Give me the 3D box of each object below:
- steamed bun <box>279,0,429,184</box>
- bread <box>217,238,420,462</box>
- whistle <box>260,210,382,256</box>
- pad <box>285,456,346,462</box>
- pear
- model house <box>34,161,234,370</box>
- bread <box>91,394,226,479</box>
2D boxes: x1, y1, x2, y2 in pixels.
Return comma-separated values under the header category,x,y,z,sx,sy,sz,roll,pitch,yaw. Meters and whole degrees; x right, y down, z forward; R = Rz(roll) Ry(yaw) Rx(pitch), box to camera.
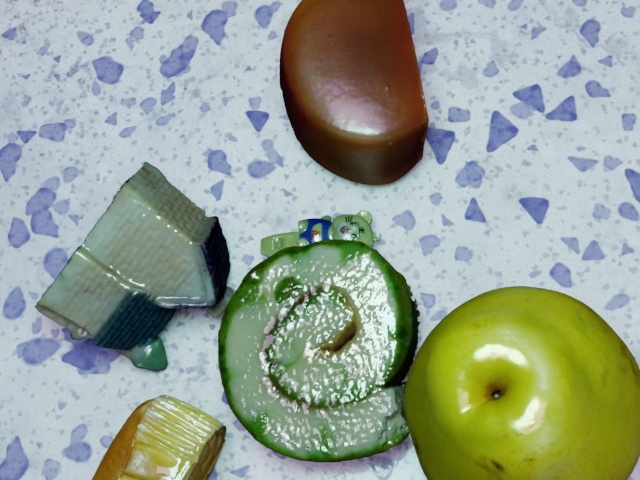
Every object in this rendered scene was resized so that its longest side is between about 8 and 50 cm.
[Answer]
category,x,y,z,sx,sy,sz,roll,pitch,yaw
steamed bun,0.048,-0.298,1.605,0.248,0.235,0.379,-9,70,-1
bread,0.014,0.192,1.454,0.366,0.129,0.382,-44,74,1
whistle,0.000,0.000,1.585,0.227,0.085,0.105,-4,67,7
pad,-0.001,0.294,1.520,0.113,0.006,0.188,2,70,10
pear,0.299,0.246,1.280,0.362,0.418,0.363,-7,73,25
model house,-0.309,0.067,1.548,0.284,0.243,0.298,38,106,-6
bread,-0.286,0.401,1.417,0.156,0.204,0.288,23,79,11
